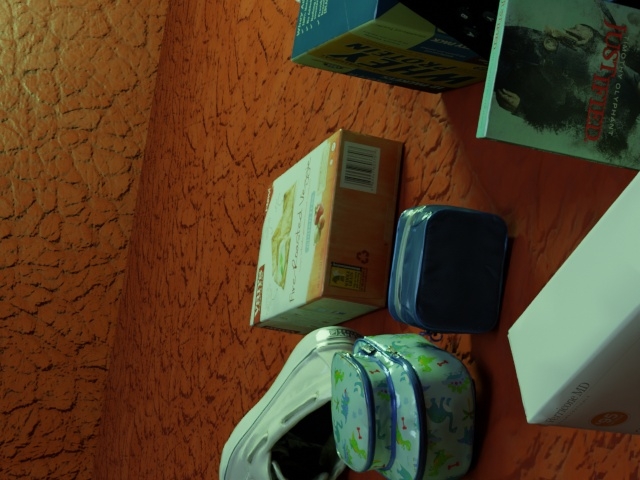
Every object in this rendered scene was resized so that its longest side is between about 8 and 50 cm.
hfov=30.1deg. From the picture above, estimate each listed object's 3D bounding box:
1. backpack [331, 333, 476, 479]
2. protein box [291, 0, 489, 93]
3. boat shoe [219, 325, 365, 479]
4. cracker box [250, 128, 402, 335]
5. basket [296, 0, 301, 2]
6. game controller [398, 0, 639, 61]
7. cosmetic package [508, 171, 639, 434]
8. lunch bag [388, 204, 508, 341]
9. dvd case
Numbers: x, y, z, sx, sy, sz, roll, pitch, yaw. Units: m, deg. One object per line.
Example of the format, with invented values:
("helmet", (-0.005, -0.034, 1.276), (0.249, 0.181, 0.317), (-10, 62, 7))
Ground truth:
("backpack", (0.057, 0.126, 0.856), (0.114, 0.084, 0.105), (-164, 71, -65))
("protein box", (0.082, -0.230, 0.899), (0.201, 0.136, 0.200), (-179, 98, -73))
("boat shoe", (-0.021, 0.195, 1.074), (0.267, 0.096, 0.088), (-57, 23, 35))
("cracker box", (0.000, 0.000, 1.149), (0.232, 0.067, 0.155), (148, 130, -68))
("basket", (0.050, -0.299, 1.101), (0.167, 0.103, 0.113), (125, 150, -52))
("game controller", (0.138, -0.178, 0.645), (0.319, 0.166, 0.067), (-34, 35, 68))
("cosmetic package", (0.181, 0.004, 0.514), (0.239, 0.099, 0.060), (118, 156, -47))
("lunch bag", (0.089, 0.024, 0.850), (0.065, 0.067, 0.098), (-170, 89, -73))
("dvd case", (0.147, -0.086, 0.637), (0.013, 0.119, 0.087), (-172, 93, -73))
